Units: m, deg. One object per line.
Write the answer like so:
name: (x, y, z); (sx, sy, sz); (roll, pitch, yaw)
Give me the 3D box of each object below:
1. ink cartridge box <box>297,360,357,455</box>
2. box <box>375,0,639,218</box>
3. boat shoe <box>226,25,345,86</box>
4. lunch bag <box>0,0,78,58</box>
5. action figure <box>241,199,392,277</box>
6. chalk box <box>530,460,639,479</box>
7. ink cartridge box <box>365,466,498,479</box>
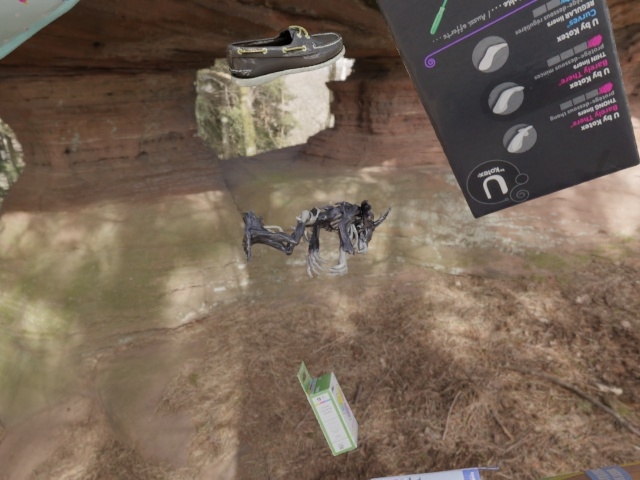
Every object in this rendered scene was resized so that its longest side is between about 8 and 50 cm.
ink cartridge box: (0.020, 0.391, 1.026); (0.062, 0.209, 0.109); (-25, 0, 6)
box: (0.152, -0.184, 0.378); (0.143, 0.270, 0.165); (-21, 29, 26)
boat shoe: (-0.055, -0.337, 0.749); (0.228, 0.068, 0.081); (-26, 47, -20)
lunch bag: (-0.401, -0.326, 0.442); (0.262, 0.160, 0.223); (-20, -19, 14)
action figure: (0.000, 0.000, 0.767); (0.276, 0.140, 0.164); (-5, -8, -14)
chalk box: (0.364, 0.333, 0.421); (0.289, 0.179, 0.180); (-27, -25, 22)
ink cartridge box: (0.268, 0.611, 1.055); (0.311, 0.185, 0.065); (-6, 60, -5)
